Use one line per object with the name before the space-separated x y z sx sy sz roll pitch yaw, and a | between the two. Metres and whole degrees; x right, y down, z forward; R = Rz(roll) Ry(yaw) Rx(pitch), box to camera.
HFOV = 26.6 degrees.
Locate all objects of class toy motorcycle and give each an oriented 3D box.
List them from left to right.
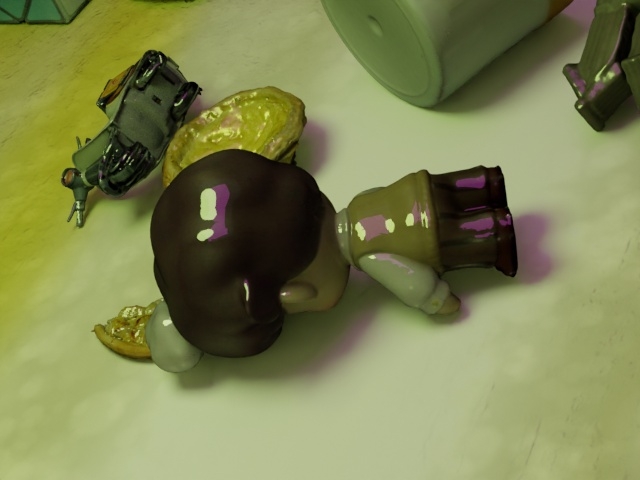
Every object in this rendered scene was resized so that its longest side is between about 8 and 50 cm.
toy motorcycle | -0.239 -0.134 1.684 0.157 0.091 0.263 -29 29 36

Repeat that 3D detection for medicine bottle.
medicine bottle | 0.145 -0.313 1.579 0.232 0.238 0.238 -38 40 -16

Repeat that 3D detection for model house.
model house | 0.365 -0.187 1.417 0.229 0.122 0.188 -4 54 46

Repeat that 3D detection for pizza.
pizza | -0.186 0.083 1.473 0.123 0.026 0.108 11 48 38

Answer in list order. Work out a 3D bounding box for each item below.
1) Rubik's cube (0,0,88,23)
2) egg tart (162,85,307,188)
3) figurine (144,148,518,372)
Rubik's cube | -0.456 -0.479 2.129 0.205 0.205 0.207 5 46 33
egg tart | -0.097 -0.103 1.601 0.191 0.074 0.191 -16 39 13
figurine | 0.005 0.008 1.375 0.364 0.206 0.218 0 62 -6
